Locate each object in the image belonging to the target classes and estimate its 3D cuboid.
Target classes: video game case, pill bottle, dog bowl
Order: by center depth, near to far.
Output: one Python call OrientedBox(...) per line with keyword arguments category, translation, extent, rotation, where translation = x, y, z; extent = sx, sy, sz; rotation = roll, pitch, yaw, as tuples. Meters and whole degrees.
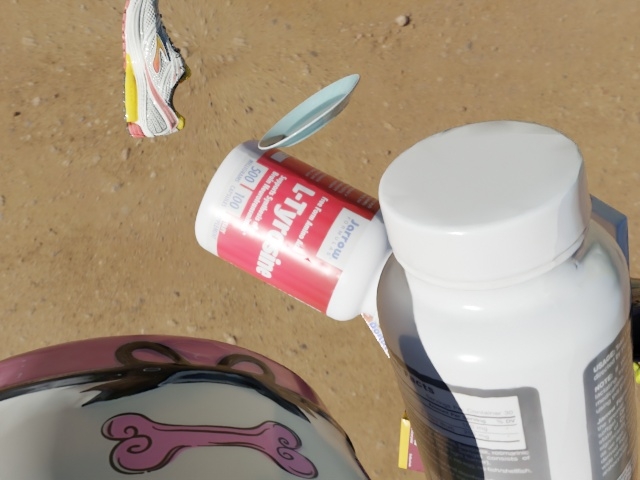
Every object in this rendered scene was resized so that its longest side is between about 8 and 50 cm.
OrientedBox(category="dog bowl", translation=(-0.138, 0.230, 0.514), extent=(0.407, 0.150, 0.408), rotation=(-10, 134, -10))
OrientedBox(category="pill bottle", translation=(0.141, 0.081, 0.544), extent=(0.176, 0.176, 0.319), rotation=(-21, 124, -4))
OrientedBox(category="video game case", translation=(0.265, -0.010, 0.772), extent=(0.019, 0.143, 0.157), rotation=(-40, 139, -8))
OrientedBox(category="pill bottle", translation=(0.000, 0.000, 1.315), extent=(0.407, 0.229, 0.229), rotation=(27, 100, 10))

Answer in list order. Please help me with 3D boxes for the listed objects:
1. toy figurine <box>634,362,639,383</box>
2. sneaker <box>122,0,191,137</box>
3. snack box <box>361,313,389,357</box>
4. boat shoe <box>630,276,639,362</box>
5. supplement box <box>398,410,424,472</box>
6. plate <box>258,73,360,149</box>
OrientedBox(category="toy figurine", translation=(0.531, 0.158, 1.071), extent=(0.362, 0.191, 0.217), rotation=(-22, 140, -17))
OrientedBox(category="sneaker", translation=(-0.228, -0.258, 1.020), extent=(0.092, 0.088, 0.225), rotation=(-1, 102, -8))
OrientedBox(category="snack box", translation=(0.135, 0.210, 1.587), extent=(0.022, 0.064, 0.178), rotation=(-33, 88, 6))
OrientedBox(category="boat shoe", translation=(0.429, 0.105, 0.868), extent=(0.341, 0.123, 0.123), rotation=(3, 120, -3))
OrientedBox(category="supplement box", translation=(0.271, 0.359, 1.443), extent=(0.191, 0.194, 0.129), rotation=(9, 121, 16))
OrientedBox(category="plate", translation=(-0.013, -0.188, 1.097), extent=(0.188, 0.188, 0.024), rotation=(-37, 109, 1))
